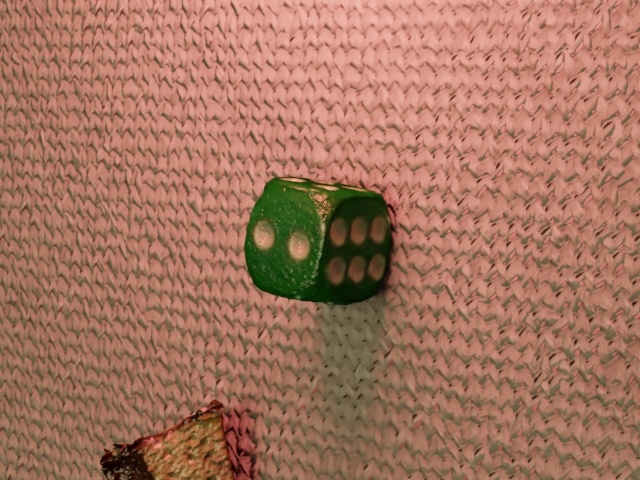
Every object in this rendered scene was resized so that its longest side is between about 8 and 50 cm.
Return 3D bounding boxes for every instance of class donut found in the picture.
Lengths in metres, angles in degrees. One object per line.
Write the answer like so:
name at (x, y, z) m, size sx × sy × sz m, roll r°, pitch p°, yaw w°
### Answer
donut at (-0.175, 0.276, 2.095) m, size 0.186 × 0.144 × 0.126 m, roll -18°, pitch 83°, yaw 9°

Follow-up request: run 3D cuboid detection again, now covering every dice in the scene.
dice at (0.000, 0.000, 1.922) m, size 0.120 × 0.128 × 0.131 m, roll 11°, pitch 95°, yaw 40°
